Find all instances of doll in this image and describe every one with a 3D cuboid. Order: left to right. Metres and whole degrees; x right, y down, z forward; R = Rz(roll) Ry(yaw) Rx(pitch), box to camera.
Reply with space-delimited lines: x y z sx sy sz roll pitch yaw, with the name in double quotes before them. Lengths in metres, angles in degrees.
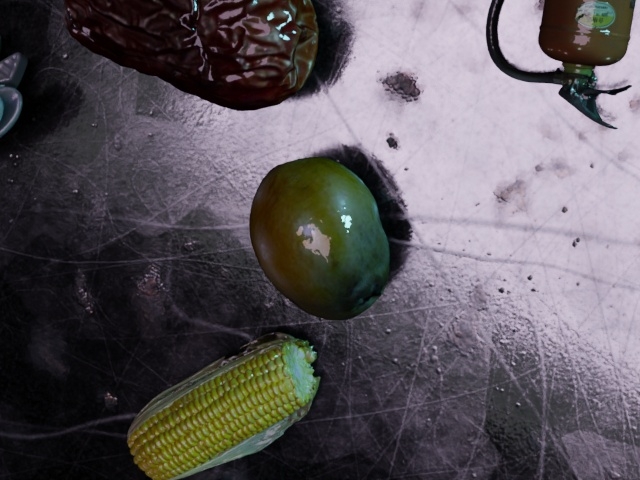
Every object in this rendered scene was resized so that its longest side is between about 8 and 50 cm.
"doll" -0.519 -0.180 1.620 0.195 0.153 0.258 12 89 0

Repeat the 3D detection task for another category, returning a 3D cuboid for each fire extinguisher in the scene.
"fire extinguisher" 0.323 -0.339 1.431 0.200 0.113 0.376 21 108 54

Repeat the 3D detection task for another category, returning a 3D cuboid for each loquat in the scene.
"loquat" 0.000 0.000 1.526 0.179 0.179 0.227 -20 91 17

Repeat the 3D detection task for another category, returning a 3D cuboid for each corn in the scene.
"corn" -0.140 0.243 1.640 0.305 0.122 0.123 -28 49 15

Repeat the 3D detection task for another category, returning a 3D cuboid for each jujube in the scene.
"jujube" -0.171 -0.290 1.501 0.342 0.216 0.216 13 103 14
